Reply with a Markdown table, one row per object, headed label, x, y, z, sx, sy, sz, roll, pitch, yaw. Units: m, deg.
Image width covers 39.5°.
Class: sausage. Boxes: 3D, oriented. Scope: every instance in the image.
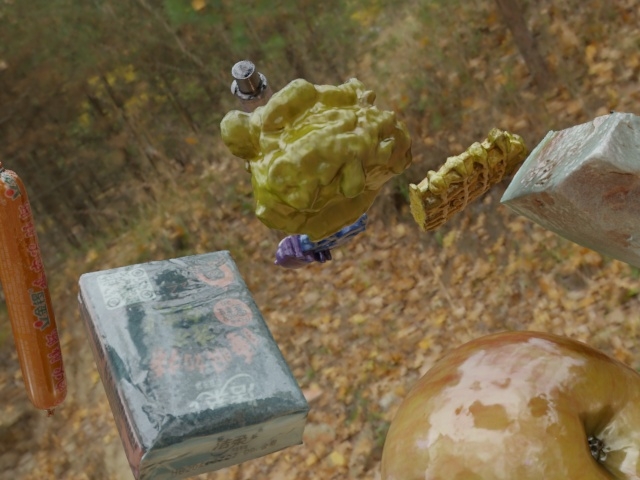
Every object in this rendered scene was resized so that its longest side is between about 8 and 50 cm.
| label | x | y | z | sx | sy | sz | roll | pitch | yaw |
| --- | --- | --- | --- | --- | --- | --- | --- | --- | --- |
| sausage | -0.357 | 0.069 | 1.088 | 0.053 | 0.348 | 0.053 | -3 | 25 | 1 |

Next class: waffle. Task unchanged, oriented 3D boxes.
| label | x | y | z | sx | sy | sz | roll | pitch | yaw |
| --- | --- | --- | --- | --- | --- | --- | --- | --- | --- |
| waffle | 0.248 | -0.111 | 1.460 | 0.219 | 0.057 | 0.229 | -34 | -13 | -3 |

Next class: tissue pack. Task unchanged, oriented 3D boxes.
| label | x | y | z | sx | sy | sz | roll | pitch | yaw |
| --- | --- | --- | --- | --- | --- | --- | --- | --- | --- |
| tissue pack | -0.177 | 0.154 | 1.187 | 0.227 | 0.103 | 0.316 | -10 | 46 | -24 |

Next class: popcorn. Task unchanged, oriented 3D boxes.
| label | x | y | z | sx | sy | sz | roll | pitch | yaw |
| --- | --- | --- | --- | --- | --- | --- | --- | --- | --- |
| popcorn | -0.001 | -0.093 | 0.947 | 0.197 | 0.156 | 0.197 | -22 | -18 | -7 |

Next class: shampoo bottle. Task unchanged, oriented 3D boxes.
| label | x | y | z | sx | sy | sz | roll | pitch | yaw |
| --- | --- | --- | --- | --- | --- | --- | --- | --- | --- |
| shampoo bottle | -0.118 | -0.261 | 1.703 | 0.072 | 0.072 | 0.214 | -30 | -30 | -3 |

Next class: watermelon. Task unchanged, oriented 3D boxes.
| label | x | y | z | sx | sy | sz | roll | pitch | yaw |
| --- | --- | --- | --- | --- | --- | --- | --- | --- | --- |
| watermelon | 0.476 | -0.104 | 1.446 | 0.387 | 0.258 | 0.228 | 19 | 81 | 36 |

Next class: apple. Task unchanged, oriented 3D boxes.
| label | x | y | z | sx | sy | sz | roll | pitch | yaw |
| --- | --- | --- | --- | --- | --- | --- | --- | --- | --- |
| apple | 0.274 | 0.299 | 1.135 | 0.391 | 0.391 | 0.346 | -39 | 1 | -36 |

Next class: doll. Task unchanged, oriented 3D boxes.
| label | x | y | z | sx | sy | sz | roll | pitch | yaw |
| --- | --- | --- | --- | --- | --- | --- | --- | --- | --- |
| doll | 0.000 | 0.000 | 1.386 | 0.206 | 0.067 | 0.110 | -27 | -17 | 36 |
